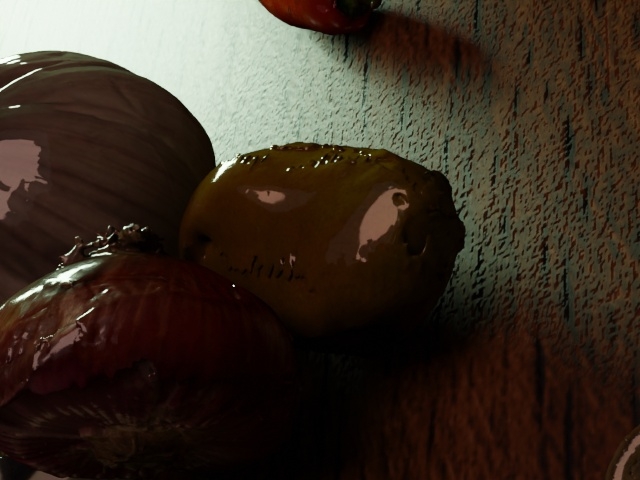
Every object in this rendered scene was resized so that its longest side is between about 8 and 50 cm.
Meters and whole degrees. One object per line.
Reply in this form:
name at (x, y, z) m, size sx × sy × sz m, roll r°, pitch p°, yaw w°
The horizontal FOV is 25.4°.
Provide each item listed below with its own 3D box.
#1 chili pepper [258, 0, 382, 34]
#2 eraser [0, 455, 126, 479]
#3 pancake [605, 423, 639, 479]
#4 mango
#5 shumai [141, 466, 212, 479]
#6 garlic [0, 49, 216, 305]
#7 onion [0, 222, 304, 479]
chili pepper at (-0.011, -0.220, 1.263) m, size 0.272 × 0.071 × 0.063 m, roll -148°, pitch 54°, yaw -60°
eraser at (-0.281, 0.297, 1.110) m, size 0.404 × 0.098 × 0.096 m, roll -48°, pitch 37°, yaw 9°
pancake at (0.201, 0.142, 0.754) m, size 0.139 × 0.022 × 0.139 m, roll -30°, pitch 41°, yaw 30°
mango at (0.000, 0.000, 0.988) m, size 0.151 × 0.156 × 0.249 m, roll -49°, pitch 21°, yaw -29°
shumai at (-0.098, 0.237, 0.884) m, size 0.184 × 0.142 × 0.184 m, roll -14°, pitch 39°, yaw 11°
garlic at (-0.229, -0.021, 1.179) m, size 0.317 × 0.259 × 0.317 m, roll -35°, pitch 37°, yaw 32°
onion at (-0.125, 0.071, 0.941) m, size 0.230 × 0.230 × 0.163 m, roll -26°, pitch 57°, yaw 33°
